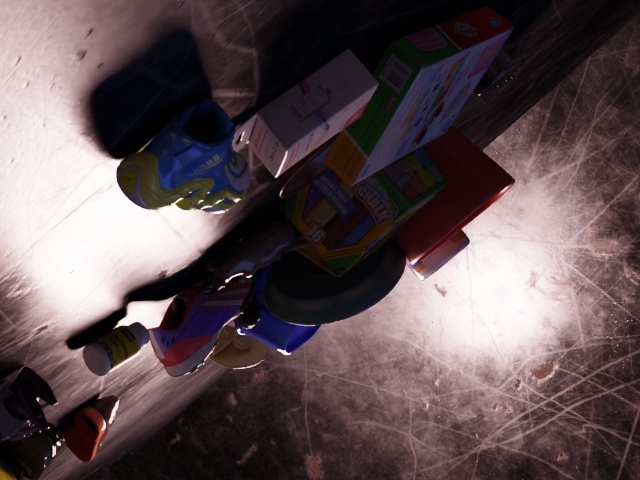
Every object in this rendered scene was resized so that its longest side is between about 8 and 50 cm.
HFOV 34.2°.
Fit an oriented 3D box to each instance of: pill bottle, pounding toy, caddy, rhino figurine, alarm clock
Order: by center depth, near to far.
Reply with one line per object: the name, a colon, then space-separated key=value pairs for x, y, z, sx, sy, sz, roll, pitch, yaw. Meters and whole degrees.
pill bottle: x=-0.362 y=0.190 z=1.859 sx=0.116 sy=0.065 sz=0.065 roll=-33 pitch=171 yaw=-48
rhino figurine: x=-0.145 y=0.036 z=1.985 sx=0.243 sy=0.073 sz=0.106 roll=-34 pitch=176 yaw=-27
pounding toy: x=0.000 y=0.000 z=2.094 sx=0.130 sy=0.141 sz=0.100 roll=-51 pitch=-173 yaw=45
alarm clock: x=0.382 y=-0.368 z=2.205 sx=0.129 sy=0.064 sz=0.192 roll=-33 pitch=168 yaw=-42
pill bottle: x=0.204 y=-0.054 z=2.394 sx=0.152 sy=0.272 sz=0.152 roll=-38 pitch=173 yaw=-5
caddy: x=-0.081 y=0.117 z=2.437 sx=0.241 sy=0.179 sz=0.341 roll=-65 pitch=166 yaw=18

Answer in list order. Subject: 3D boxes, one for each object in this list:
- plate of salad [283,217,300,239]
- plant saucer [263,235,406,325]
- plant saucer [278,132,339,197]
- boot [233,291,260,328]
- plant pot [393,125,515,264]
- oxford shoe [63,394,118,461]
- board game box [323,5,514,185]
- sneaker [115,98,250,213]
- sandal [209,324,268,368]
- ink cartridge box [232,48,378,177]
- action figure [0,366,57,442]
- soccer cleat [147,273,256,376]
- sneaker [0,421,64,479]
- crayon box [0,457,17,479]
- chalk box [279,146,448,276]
plate of salad: x=-0.074 y=-0.004 z=2.199 sx=0.200 sy=0.048 sz=0.200 roll=-39 pitch=172 yaw=-6
plant saucer: x=0.022 y=0.056 z=2.189 sx=0.318 sy=0.043 sz=0.317 roll=-15 pitch=-145 yaw=11
plant saucer: x=0.001 y=-0.146 z=1.714 sx=0.199 sy=0.036 sz=0.198 roll=-38 pitch=173 yaw=-6
boot: x=-0.224 y=0.172 z=2.226 sx=0.208 sy=0.076 sz=0.189 roll=-38 pitch=-152 yaw=20
plant pot: x=0.217 y=-0.124 z=2.135 sx=0.275 sy=0.243 sz=0.275 roll=-39 pitch=174 yaw=-5
oxford shoe: x=-0.546 y=0.456 z=2.512 sx=0.098 sy=0.097 sz=0.271 roll=-41 pitch=176 yaw=-39
board game box: x=0.161 y=-0.237 z=1.668 sx=0.316 sy=0.064 sz=0.242 roll=-31 pitch=158 yaw=-50
sneaker: x=-0.121 y=-0.095 z=1.175 sx=0.126 sy=0.091 sz=0.240 roll=-43 pitch=171 yaw=24
sandal: x=-0.235 y=0.218 z=2.326 sx=0.088 sy=0.240 sz=0.079 roll=-58 pitch=142 yaw=-29
ink cartridge box: x=-0.027 y=-0.155 z=1.371 sx=0.198 sy=0.067 sz=0.115 roll=-37 pitch=173 yaw=-17
action figure: x=-0.546 y=0.321 z=1.618 sx=0.285 sy=0.099 sz=0.185 roll=-36 pitch=-177 yaw=9
soccer cleat: x=-0.229 y=0.127 z=2.045 sx=0.109 sy=0.116 sz=0.318 roll=-14 pitch=-152 yaw=37
sneaker: x=-0.578 y=0.414 z=2.101 sx=0.130 sy=0.109 sz=0.286 roll=-43 pitch=-175 yaw=-31
crayon box: x=-0.592 y=0.472 z=1.896 sx=0.081 sy=0.202 sz=0.318 roll=-37 pitch=172 yaw=-14
chalk box: x=0.101 y=-0.104 z=1.919 sx=0.289 sy=0.179 sz=0.180 roll=-44 pitch=172 yaw=35
